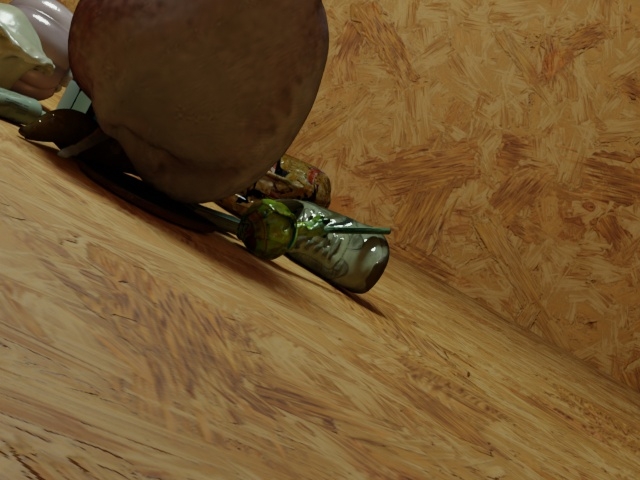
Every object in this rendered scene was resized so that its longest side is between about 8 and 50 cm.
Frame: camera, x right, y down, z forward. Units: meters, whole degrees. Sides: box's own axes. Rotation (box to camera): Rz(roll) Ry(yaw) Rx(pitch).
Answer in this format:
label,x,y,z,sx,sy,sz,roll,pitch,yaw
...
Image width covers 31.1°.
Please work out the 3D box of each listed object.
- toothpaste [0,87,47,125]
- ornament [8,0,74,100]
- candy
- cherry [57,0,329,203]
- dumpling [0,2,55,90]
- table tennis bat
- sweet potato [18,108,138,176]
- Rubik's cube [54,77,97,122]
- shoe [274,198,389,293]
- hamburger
label,x,y,z,sx,sy,sz,roll,pitch,yaw
toothpaste,-0.430,-0.184,1.470,0.060,0.038,0.233,27,5,29
ornament,-0.469,-0.317,1.920,0.177,0.177,0.177,29,4,-2
candy,-0.001,-0.016,1.616,0.262,0.077,0.073,1,18,-39
cherry,-0.146,-0.213,1.457,0.334,0.326,0.291,-10,-2,8
dumpling,-0.481,-0.278,1.650,0.250,0.132,0.162,14,7,23
table tennis bat,-0.194,-0.049,1.504,0.173,0.022,0.301,31,5,30
sweet potato,-0.292,-0.126,1.511,0.249,0.059,0.069,24,9,-48
Rubik's cube,-0.291,-0.207,1.796,0.183,0.167,0.180,29,3,-28
shoe,0.000,0.000,1.756,0.098,0.103,0.275,24,0,-40
hamburger,-0.079,-0.095,2.025,0.231,0.107,0.231,16,17,-5
